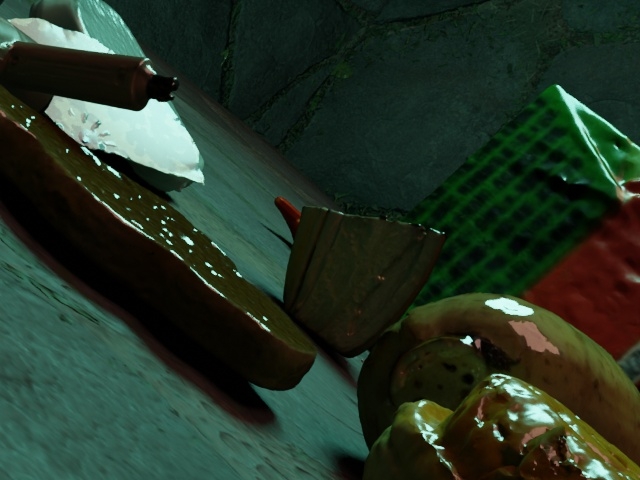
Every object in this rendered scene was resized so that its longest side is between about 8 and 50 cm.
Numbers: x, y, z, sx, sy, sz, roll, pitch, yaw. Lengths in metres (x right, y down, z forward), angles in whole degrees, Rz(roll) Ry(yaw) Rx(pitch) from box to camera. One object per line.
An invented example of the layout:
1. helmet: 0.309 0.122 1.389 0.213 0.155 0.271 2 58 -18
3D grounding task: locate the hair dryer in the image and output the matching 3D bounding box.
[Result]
1. hair dryer: -0.173 -0.109 0.915 0.181 0.064 0.117 12 -8 21

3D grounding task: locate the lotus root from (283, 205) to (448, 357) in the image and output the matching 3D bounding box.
1. lotus root: 0.035 0.036 1.247 0.159 0.135 0.095 26 -7 39

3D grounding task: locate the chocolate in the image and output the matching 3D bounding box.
1. chocolate: 0.246 0.065 1.473 0.341 0.360 0.161 44 -8 35

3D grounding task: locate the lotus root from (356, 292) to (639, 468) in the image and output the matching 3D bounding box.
1. lotus root: 0.132 0.127 0.930 0.284 0.160 0.146 32 50 -57

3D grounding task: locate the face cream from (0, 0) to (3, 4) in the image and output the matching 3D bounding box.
1. face cream: -0.415 -0.326 1.388 0.291 0.071 0.144 43 5 29

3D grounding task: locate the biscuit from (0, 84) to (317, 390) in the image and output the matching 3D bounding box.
1. biscuit: -0.135 -0.020 0.832 0.319 0.047 0.183 40 2 -9

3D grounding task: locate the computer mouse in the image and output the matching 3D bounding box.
1. computer mouse: -0.200 -0.135 1.307 0.231 0.079 0.128 59 21 11

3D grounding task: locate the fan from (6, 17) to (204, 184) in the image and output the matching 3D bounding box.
1. fan: -0.196 -0.125 1.217 0.240 0.009 0.131 32 44 -23

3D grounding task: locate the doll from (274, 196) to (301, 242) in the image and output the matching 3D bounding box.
1. doll: 0.000 0.000 1.814 0.109 0.057 0.169 45 6 21

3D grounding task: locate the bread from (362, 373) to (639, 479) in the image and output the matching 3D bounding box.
1. bread: 0.126 0.165 0.697 0.198 0.120 0.236 35 6 -41

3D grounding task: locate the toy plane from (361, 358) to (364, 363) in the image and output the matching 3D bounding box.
1. toy plane: 0.096 0.141 1.110 0.126 0.077 0.194 52 -1 24
